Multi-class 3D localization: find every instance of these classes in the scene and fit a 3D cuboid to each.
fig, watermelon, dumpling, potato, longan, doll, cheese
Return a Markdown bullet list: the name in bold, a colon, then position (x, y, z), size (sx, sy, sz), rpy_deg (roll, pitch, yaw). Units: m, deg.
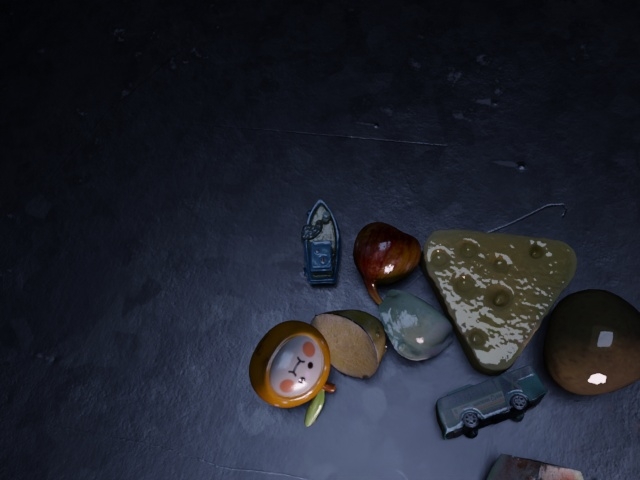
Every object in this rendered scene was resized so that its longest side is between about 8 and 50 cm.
- **fig**: position (0.155, 0.061, 1.418), size (0.175, 0.175, 0.207), rpy_deg (30, 94, 17)
- **watermelon**: position (0.442, 0.618, 1.134), size (0.224, 0.180, 0.305), rpy_deg (4, 69, 24)
- **dumpling**: position (0.232, 0.221, 1.354), size (0.217, 0.105, 0.149), rpy_deg (32, 80, -6)
- **potato**: position (0.087, 0.235, 1.365), size (0.202, 0.182, 0.117), rpy_deg (0, 26, 44)
- **longan**: position (0.634, 0.230, 1.262), size (0.246, 0.215, 0.246), rpy_deg (-19, 32, 12)
- **doll**: position (-0.052, 0.315, 1.326), size (0.236, 0.213, 0.213), rpy_deg (40, 74, -18)
- **cheese**: position (0.411, 0.106, 1.390), size (0.384, 0.104, 0.383), rpy_deg (-2, 68, 5)

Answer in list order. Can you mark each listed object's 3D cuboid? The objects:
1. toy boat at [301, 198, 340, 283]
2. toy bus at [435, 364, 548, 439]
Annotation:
- **toy boat**: position (0.000, 0.000, 1.486), size (0.110, 0.098, 0.237), rpy_deg (-2, 67, 2)
- **toy bus**: position (0.399, 0.387, 1.288), size (0.262, 0.091, 0.109), rpy_deg (-19, 56, -3)
